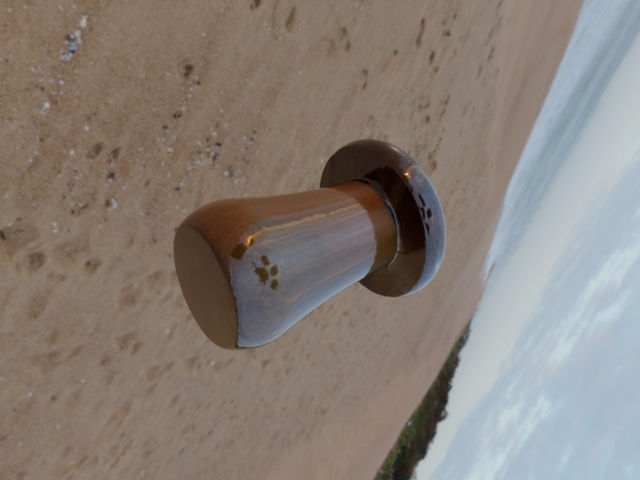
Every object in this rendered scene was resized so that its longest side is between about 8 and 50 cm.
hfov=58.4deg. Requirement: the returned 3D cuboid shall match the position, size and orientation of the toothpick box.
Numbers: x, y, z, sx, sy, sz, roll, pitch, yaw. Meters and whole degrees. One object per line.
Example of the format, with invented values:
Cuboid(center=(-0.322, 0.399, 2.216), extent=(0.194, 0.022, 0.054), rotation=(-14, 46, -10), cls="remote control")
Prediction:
Cuboid(center=(0.000, 0.000, 0.632), extent=(0.294, 0.192, 0.192), rotation=(-20, 143, -32), cls="toothpick box")
